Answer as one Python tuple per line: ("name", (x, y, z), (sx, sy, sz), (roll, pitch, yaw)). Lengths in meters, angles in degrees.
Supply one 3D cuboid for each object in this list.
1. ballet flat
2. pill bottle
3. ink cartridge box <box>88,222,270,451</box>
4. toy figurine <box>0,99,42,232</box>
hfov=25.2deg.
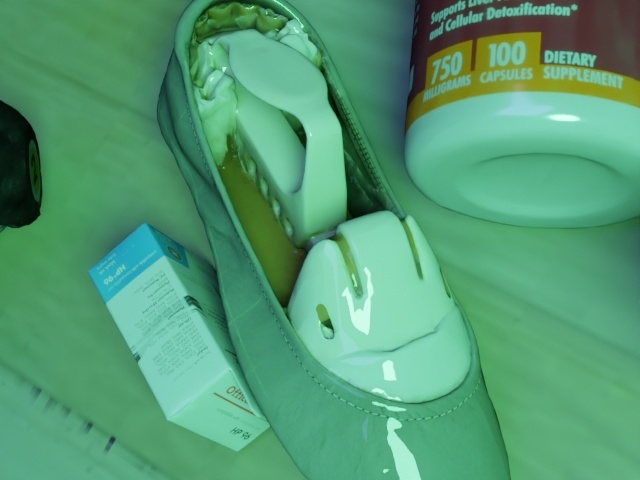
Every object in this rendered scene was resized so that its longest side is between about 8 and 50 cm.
("ballet flat", (0.000, 0.000, 0.454), (0.072, 0.068, 0.213), (-13, 54, -23))
("pill bottle", (0.073, -0.087, 0.449), (0.086, 0.086, 0.152), (-5, 69, 26))
("ink cartridge box", (-0.040, 0.039, 0.479), (0.028, 0.048, 0.083), (-39, 58, 8))
("toy figurine", (-0.229, -0.050, 0.516), (0.148, 0.209, 0.213), (-46, 58, 16))
